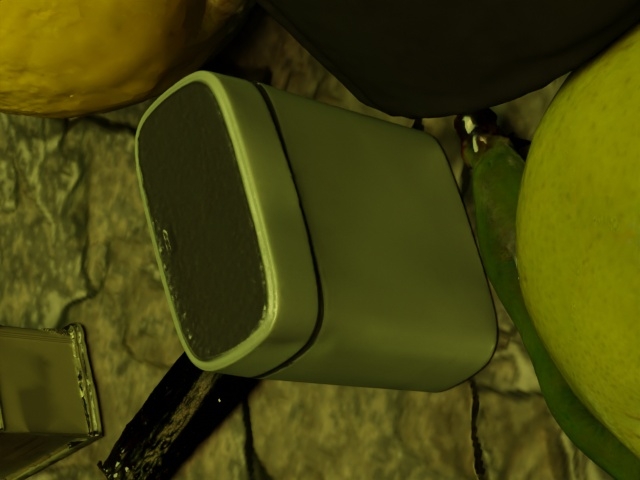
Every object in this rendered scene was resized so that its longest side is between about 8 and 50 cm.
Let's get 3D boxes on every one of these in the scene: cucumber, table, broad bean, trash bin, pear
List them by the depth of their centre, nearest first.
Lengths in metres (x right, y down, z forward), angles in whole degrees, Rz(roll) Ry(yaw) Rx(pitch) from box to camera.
[{"bbox_3d":[0.162,-0.017,0.605,0.180,0.166,0.216,-5,40,47],"label":"pear"},{"bbox_3d":[0.117,0.059,0.695,0.060,0.043,0.297,-48,52,15],"label":"broad bean"},{"bbox_3d":[0.000,0.000,0.756,0.059,0.130,0.116,-33,61,35],"label":"trash bin"},{"bbox_3d":[-0.058,0.071,0.869,0.135,0.033,0.034,-50,20,23],"label":"cucumber"},{"bbox_3d":[-0.166,0.077,0.933,0.079,0.083,0.062,-31,63,37],"label":"table"}]

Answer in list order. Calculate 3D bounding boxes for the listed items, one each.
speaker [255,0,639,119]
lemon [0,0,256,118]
[{"bbox_3d":[0.132,-0.203,0.548,0.388,0.180,0.184,-52,46,-1],"label":"speaker"},{"bbox_3d":[-0.116,-0.164,0.834,0.219,0.240,0.240,36,110,11],"label":"lemon"}]
